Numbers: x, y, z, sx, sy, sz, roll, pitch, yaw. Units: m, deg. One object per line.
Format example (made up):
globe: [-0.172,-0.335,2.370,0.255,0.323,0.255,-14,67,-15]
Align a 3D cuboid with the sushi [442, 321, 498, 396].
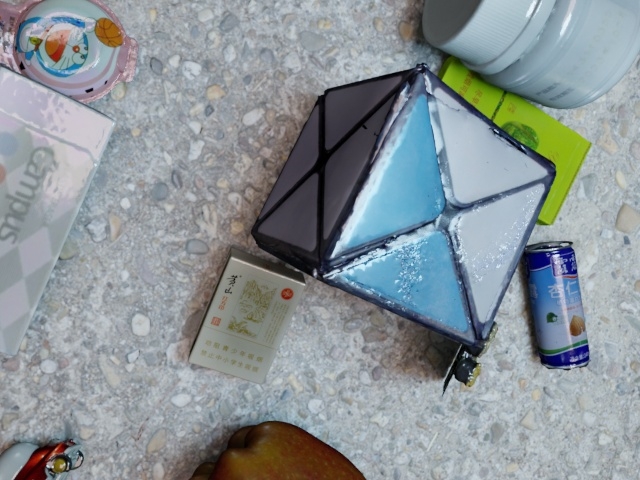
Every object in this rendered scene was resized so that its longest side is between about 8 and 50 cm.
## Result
sushi: [0.267,0.183,0.971,0.043,0.279,0.192,26,84,15]

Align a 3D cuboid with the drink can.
drink can: [0.457,0.124,1.098,0.097,0.097,0.235,-11,96,-12]

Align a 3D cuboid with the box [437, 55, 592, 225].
box: [0.343,-0.185,1.082,0.335,0.047,0.187,28,86,-12]

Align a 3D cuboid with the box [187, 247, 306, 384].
box: [-0.125,0.130,0.961,0.141,0.058,0.201,20,103,-13]

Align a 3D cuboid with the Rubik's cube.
Rubik's cube: [0.117,-0.045,0.874,0.307,0.310,0.305,28,84,-25]

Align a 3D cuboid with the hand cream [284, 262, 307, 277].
hand cream: [0.000,0.000,1.015,0.067,0.042,0.194,41,82,-6]

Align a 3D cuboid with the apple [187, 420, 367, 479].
apple: [-0.061,0.454,0.907,0.288,0.288,0.317,-44,88,-8]

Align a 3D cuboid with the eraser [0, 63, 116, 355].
eraser: [-0.480,-0.045,0.854,0.213,0.082,0.397,24,95,-14]

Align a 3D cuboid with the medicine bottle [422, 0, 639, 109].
medicine bottle: [0.353,-0.374,0.955,0.306,0.245,0.245,12,90,-23]

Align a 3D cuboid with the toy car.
toy car: [-0.460,0.370,0.902,0.112,0.112,0.139,31,76,3]

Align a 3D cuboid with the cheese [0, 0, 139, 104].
cheese: [-0.432,-0.308,0.883,0.286,0.074,0.189,10,89,-12]
